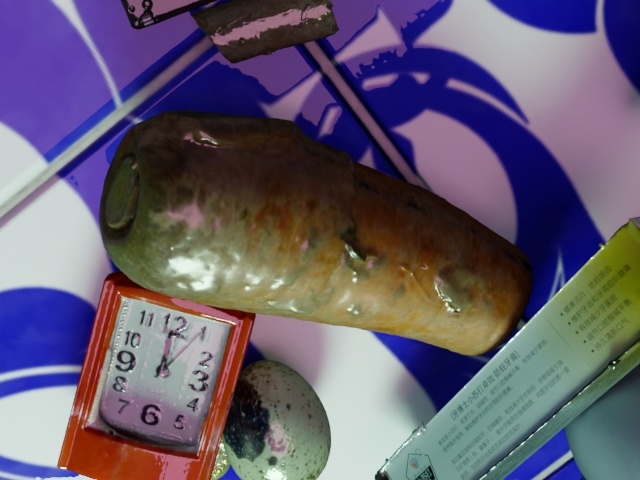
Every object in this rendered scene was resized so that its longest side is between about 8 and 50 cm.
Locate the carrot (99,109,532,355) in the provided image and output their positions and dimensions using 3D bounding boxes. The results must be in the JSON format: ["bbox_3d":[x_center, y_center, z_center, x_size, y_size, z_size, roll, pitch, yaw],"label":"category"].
[{"bbox_3d":[0.000,0.000,0.573,0.302,0.138,0.138,22,105,-29],"label":"carrot"}]

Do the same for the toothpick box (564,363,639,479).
[{"bbox_3d":[0.359,0.154,0.635,0.355,0.263,0.263,-34,113,3],"label":"toothpick box"}]

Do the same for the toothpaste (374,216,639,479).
[{"bbox_3d":[0.160,0.111,0.607,0.089,0.071,0.312,-8,142,-46],"label":"toothpaste"}]

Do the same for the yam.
[{"bbox_3d":[-0.036,-0.147,0.554,0.094,0.043,0.043,-19,113,-3],"label":"yam"}]

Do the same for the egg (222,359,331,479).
[{"bbox_3d":[-0.036,0.146,0.642,0.085,0.085,0.110,-15,110,-6],"label":"egg"}]

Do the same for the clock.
[{"bbox_3d":[-0.120,0.105,0.615,0.113,0.061,0.155,16,98,-3],"label":"clock"}]

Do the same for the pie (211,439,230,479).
[{"bbox_3d":[-0.108,0.170,0.672,0.085,0.017,0.085,-3,108,-10],"label":"pie"}]

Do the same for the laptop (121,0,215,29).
[{"bbox_3d":[-0.063,-0.229,0.533,0.180,0.016,0.129,-23,114,-4],"label":"laptop"}]
